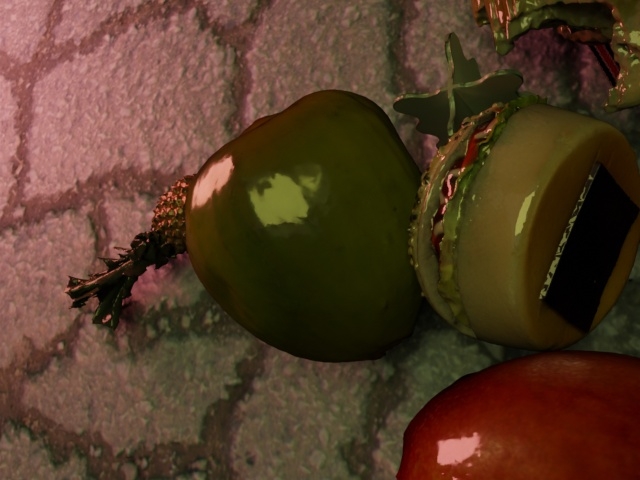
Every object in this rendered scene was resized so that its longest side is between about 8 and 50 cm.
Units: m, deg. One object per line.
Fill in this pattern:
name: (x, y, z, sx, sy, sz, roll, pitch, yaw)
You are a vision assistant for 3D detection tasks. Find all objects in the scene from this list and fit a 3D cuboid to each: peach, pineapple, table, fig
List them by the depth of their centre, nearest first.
peach: (0.258, 0.281, 0.729, 0.389, 0.388, 0.387, -5, 73, 18)
fig: (0.001, -0.006, 0.922, 0.344, 0.343, 0.343, -5, 73, 18)
table: (0.204, -0.164, 0.943, 0.167, 0.198, 0.166, -9, 72, 29)
pineapple: (-0.262, 0.021, 1.111, 0.277, 0.119, 0.130, -39, 60, 6)

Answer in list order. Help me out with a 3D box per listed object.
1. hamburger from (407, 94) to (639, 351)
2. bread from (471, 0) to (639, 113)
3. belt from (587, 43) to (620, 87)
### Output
hamburger: (0.231, -0.020, 0.814, 0.176, 0.300, 0.300, 16, 80, 47)
bread: (0.344, -0.332, 0.859, 0.315, 0.191, 0.369, -12, 71, 10)
belt: (0.376, -0.326, 1.000, 0.126, 0.094, 0.359, -41, 68, 0)
